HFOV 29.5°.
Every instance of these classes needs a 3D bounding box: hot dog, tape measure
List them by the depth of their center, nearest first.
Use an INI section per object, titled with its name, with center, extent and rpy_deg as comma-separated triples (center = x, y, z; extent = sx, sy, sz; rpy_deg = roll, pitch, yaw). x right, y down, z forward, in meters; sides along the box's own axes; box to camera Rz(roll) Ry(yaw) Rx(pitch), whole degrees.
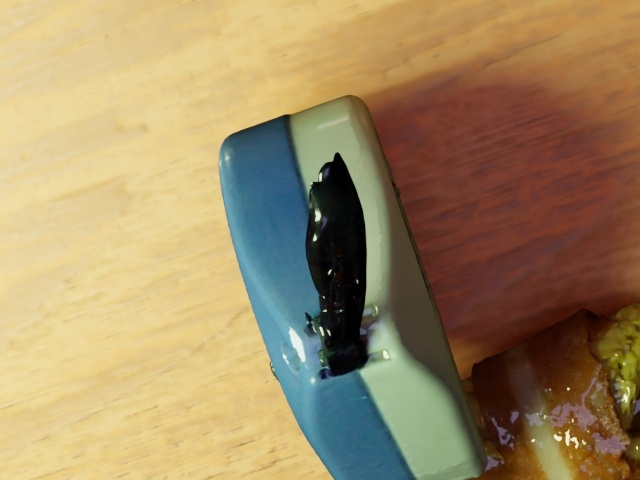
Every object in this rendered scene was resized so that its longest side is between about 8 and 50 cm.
[tape measure]
center = 0.000, 0.000, 0.609
extent = 0.097, 0.215, 0.351
rpy_deg = -18, 146, 3
[hot dog]
center = 0.154, 0.117, 0.757
extent = 0.261, 0.093, 0.123
rpy_deg = -27, 105, 8
